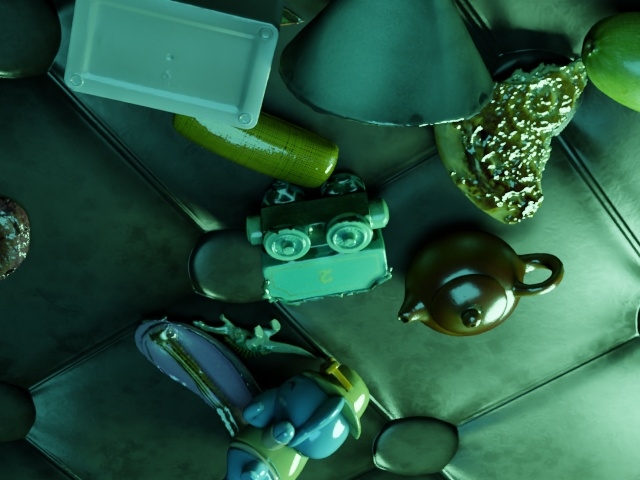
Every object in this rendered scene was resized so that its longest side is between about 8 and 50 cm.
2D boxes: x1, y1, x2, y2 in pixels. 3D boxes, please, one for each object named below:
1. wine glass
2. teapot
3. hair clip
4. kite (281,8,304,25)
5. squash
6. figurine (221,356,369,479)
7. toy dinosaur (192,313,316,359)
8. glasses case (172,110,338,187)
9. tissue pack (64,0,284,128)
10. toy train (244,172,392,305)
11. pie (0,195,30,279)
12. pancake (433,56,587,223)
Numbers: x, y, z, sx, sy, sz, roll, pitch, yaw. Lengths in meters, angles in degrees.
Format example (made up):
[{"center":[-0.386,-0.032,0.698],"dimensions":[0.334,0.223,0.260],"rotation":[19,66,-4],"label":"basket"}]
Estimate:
[{"center":[0.101,-0.365,1.537],"dimensions":[0.267,0.267,0.406],"rotation":[3,123,-7],"label":"wine glass"},{"center":[0.235,0.074,1.963],"dimensions":[0.252,0.135,0.178],"rotation":[-11,133,6],"label":"teapot"},{"center":[-0.161,0.239,2.114],"dimensions":[0.095,0.110,0.359],"rotation":[-45,121,-24],"label":"hair clip"},{"center":[-0.141,-0.288,1.721],"dimensions":[0.241,0.014,0.183],"rotation":[-6,130,-1],"label":"kite"},{"center":[0.449,-0.226,1.740],"dimensions":[0.247,0.132,0.132],"rotation":[18,125,-16],"label":"squash"},{"center":[-0.039,0.291,2.059],"dimensions":[0.262,0.154,0.180],"rotation":[-40,154,-20],"label":"figurine"},{"center":[-0.106,0.160,2.072],"dimensions":[0.106,0.044,0.187],"rotation":[-26,140,33],"label":"toy dinosaur"},{"center":[-0.088,-0.136,1.815],"dimensions":[0.234,0.064,0.079],"rotation":[21,117,-19],"label":"glasses case"},{"center":[-0.177,-0.256,1.649],"dimensions":[0.246,0.136,0.159],"rotation":[13,126,-7],"label":"tissue pack"},{"center":[0.000,0.000,1.904],"dimensions":[0.203,0.112,0.163],"rotation":[-8,135,3],"label":"toy train"},{"center":[-0.487,-0.002,1.909],"dimensions":[0.153,0.038,0.154],"rotation":[-2,127,-3],"label":"pie"},{"center":[0.274,-0.160,1.843],"dimensions":[0.244,0.057,0.266],"rotation":[-38,127,14],"label":"pancake"}]
